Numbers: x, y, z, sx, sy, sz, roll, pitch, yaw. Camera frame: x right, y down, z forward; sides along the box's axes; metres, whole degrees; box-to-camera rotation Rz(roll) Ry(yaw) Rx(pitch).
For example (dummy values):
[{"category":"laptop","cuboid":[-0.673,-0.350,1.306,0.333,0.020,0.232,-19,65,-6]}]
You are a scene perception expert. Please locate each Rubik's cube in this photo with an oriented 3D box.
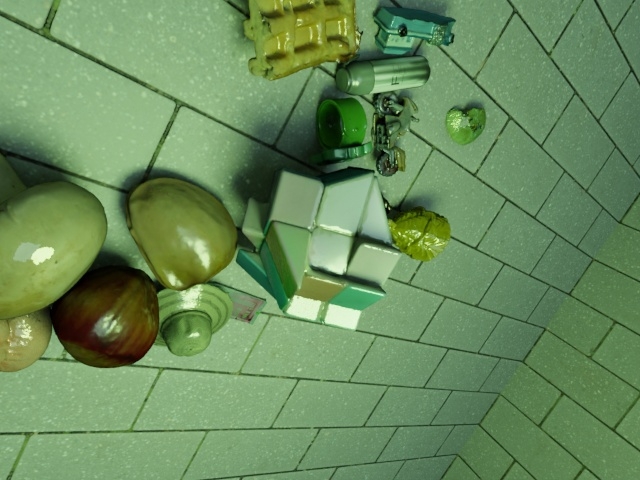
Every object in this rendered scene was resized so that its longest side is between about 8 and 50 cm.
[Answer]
[{"category":"Rubik's cube","cuboid":[0.000,0.000,1.021,0.358,0.387,0.368,14,98,-9]}]

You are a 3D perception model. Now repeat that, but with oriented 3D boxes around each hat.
[{"category":"hat","cuboid":[-0.325,0.225,1.098,0.252,0.110,0.252,-15,138,-14]}]

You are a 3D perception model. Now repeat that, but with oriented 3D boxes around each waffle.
[{"category":"waffle","cuboid":[-0.036,-0.513,0.870,0.304,0.077,0.348,-36,134,-37]}]

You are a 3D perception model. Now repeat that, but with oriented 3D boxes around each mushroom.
[{"category":"mushroom","cuboid":[-0.542,-0.022,0.767,0.292,0.292,0.290,-45,102,-4]}]

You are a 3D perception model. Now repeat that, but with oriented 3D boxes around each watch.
[{"category":"watch","cuboid":[0.037,-0.265,1.092,0.131,0.165,0.152,-16,100,-25]}]

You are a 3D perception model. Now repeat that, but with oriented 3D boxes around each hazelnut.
[{"category":"hazelnut","cuboid":[-0.433,0.151,0.926,0.217,0.251,0.217,2,79,-9]}]

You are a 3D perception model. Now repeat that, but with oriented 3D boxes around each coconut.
[{"category":"coconut","cuboid":[0.457,-0.350,1.368,0.158,0.055,0.133,-22,125,-21]}]

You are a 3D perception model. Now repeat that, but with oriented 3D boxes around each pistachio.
[{"category":"pistachio","cuboid":[-0.299,-0.025,0.985,0.213,0.163,0.260,-42,122,-34]}]

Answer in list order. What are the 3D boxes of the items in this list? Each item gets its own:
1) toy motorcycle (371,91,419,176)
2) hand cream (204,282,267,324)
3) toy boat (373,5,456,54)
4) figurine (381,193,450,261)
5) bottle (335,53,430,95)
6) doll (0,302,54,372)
[{"category":"toy motorcycle","cuboid":[0.206,-0.289,1.201,0.130,0.094,0.229,-14,111,-25]},{"category":"hand cream","cuboid":[-0.258,0.162,1.199,0.079,0.050,0.275,-35,142,22]},{"category":"toy boat","cuboid":[0.237,-0.506,1.099,0.238,0.109,0.098,-9,141,-27]},{"category":"figurine","cuboid":[0.203,-0.055,1.310,0.315,0.187,0.168,18,110,-31]},{"category":"bottle","cuboid":[0.158,-0.417,1.107,0.254,0.079,0.096,-17,111,-25]},{"category":"doll","cuboid":[-0.664,0.191,0.833,0.201,0.156,0.303,-60,164,17]}]
